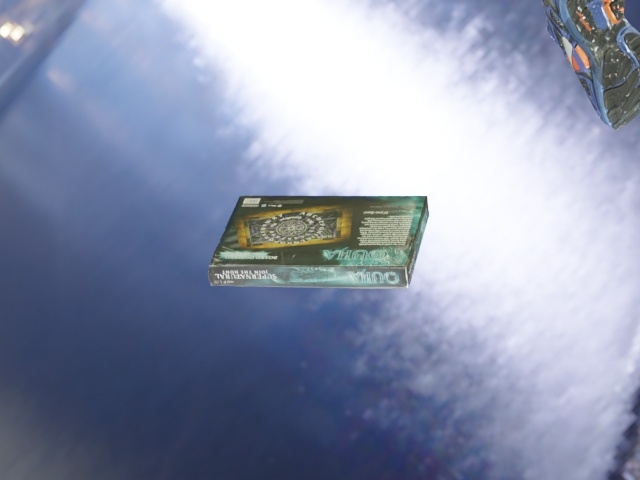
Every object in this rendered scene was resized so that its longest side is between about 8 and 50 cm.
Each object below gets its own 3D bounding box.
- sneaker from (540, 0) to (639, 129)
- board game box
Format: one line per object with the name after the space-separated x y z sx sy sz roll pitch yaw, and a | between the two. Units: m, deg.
0.287 -0.210 1.700 0.083 0.221 0.087 -37 37 -12 | sneaker
0.000 0.000 1.507 0.186 0.026 0.126 1 33 14 | board game box
